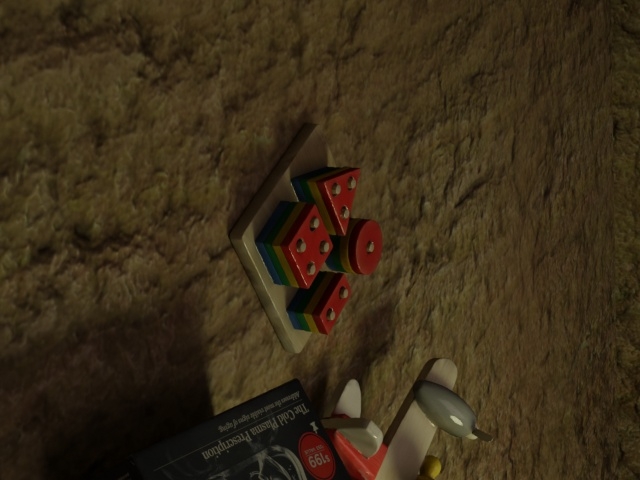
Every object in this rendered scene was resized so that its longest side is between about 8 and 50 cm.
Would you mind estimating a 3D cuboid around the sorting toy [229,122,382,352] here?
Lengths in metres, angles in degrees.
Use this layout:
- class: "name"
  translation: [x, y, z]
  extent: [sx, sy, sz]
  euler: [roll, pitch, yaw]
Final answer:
- class: "sorting toy"
  translation: [0.000, 0.000, 1.612]
  extent: [0.255, 0.089, 0.257]
  euler: [-58, 141, -35]

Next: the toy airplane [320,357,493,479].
- class: "toy airplane"
  translation: [0.134, 0.403, 1.735]
  extent: [0.384, 0.272, 0.386]
  euler: [-4, 99, -58]

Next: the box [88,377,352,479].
- class: "box"
  translation: [-0.102, 0.378, 1.295]
  extent: [0.343, 0.179, 0.313]
  euler: [-16, 75, -57]
